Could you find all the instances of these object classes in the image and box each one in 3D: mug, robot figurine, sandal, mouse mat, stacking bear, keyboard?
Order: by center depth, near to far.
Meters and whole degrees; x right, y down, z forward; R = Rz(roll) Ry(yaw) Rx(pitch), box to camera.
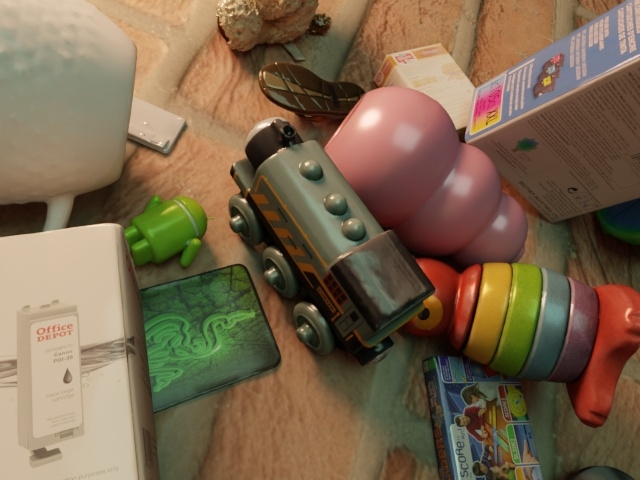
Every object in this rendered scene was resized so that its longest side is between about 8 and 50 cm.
[{"bbox_3d":[-0.390,-0.125,0.543,0.328,0.276,0.374,7,92,-24],"label":"mug"},{"bbox_3d":[-0.158,0.116,0.628,0.190,0.007,0.152,-16,70,-25],"label":"mouse mat"},{"bbox_3d":[-0.198,-0.015,0.645,0.115,0.067,0.101,-36,68,-31],"label":"robot figurine"},{"bbox_3d":[0.234,0.100,0.668,0.289,0.175,0.164,14,22,13],"label":"stacking bear"},{"bbox_3d":[-0.332,-0.205,0.730,0.256,0.014,0.072,23,54,-8],"label":"keyboard"},{"bbox_3d":[-0.008,-0.237,0.839,0.219,0.060,0.090,-4,71,-37],"label":"sandal"}]

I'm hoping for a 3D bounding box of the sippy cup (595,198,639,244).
[{"bbox_3d":[0.676,-0.057,0.902,0.224,0.240,0.305,28,96,-17],"label":"sippy cup"}]

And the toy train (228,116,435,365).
[{"bbox_3d":[0.000,0.000,0.636,0.142,0.190,0.334,-26,75,-29],"label":"toy train"}]

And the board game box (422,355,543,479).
[{"bbox_3d":[0.220,0.259,0.671,0.136,0.035,0.201,6,62,-17],"label":"board game box"}]

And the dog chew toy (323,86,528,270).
[{"bbox_3d":[0.165,-0.071,0.736,0.332,0.206,0.206,37,57,-9],"label":"dog chew toy"}]

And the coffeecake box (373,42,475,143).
[{"bbox_3d":[0.210,-0.264,0.919,0.142,0.068,0.185,-23,73,-28],"label":"coffeecake box"}]

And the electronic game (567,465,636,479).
[{"bbox_3d":[0.386,0.416,0.641,0.229,0.048,0.229,11,64,-23],"label":"electronic game"}]

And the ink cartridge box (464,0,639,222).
[{"bbox_3d":[0.468,-0.199,0.749,0.270,0.395,0.151,33,58,-27],"label":"ink cartridge box"}]

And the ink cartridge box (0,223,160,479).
[{"bbox_3d":[-0.222,0.156,0.464,0.117,0.207,0.283,-8,66,-17],"label":"ink cartridge box"}]

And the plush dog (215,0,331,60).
[{"bbox_3d":[-0.053,-0.460,0.833,0.211,0.225,0.262,10,61,-14],"label":"plush dog"}]
